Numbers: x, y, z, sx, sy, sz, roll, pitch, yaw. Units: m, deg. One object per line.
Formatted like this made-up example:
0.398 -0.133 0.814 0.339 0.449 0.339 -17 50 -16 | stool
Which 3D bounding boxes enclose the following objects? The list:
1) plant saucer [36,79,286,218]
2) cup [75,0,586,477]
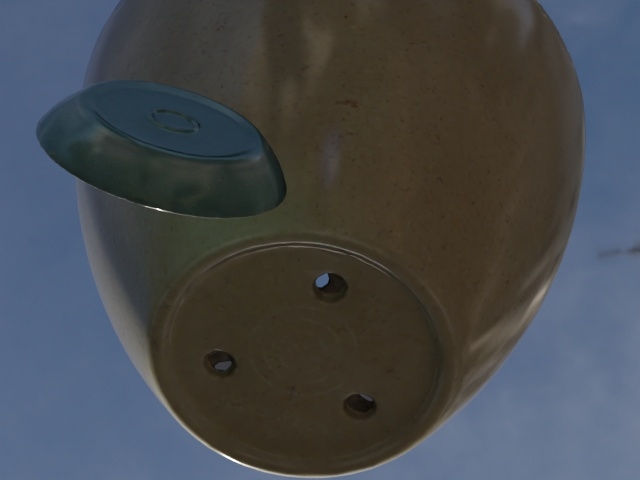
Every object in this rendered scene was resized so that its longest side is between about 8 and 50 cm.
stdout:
-0.070 -0.047 0.717 0.119 0.119 0.021 5 -63 -27 | plant saucer
0.000 0.000 0.919 0.331 0.237 0.331 2 -57 3 | cup
